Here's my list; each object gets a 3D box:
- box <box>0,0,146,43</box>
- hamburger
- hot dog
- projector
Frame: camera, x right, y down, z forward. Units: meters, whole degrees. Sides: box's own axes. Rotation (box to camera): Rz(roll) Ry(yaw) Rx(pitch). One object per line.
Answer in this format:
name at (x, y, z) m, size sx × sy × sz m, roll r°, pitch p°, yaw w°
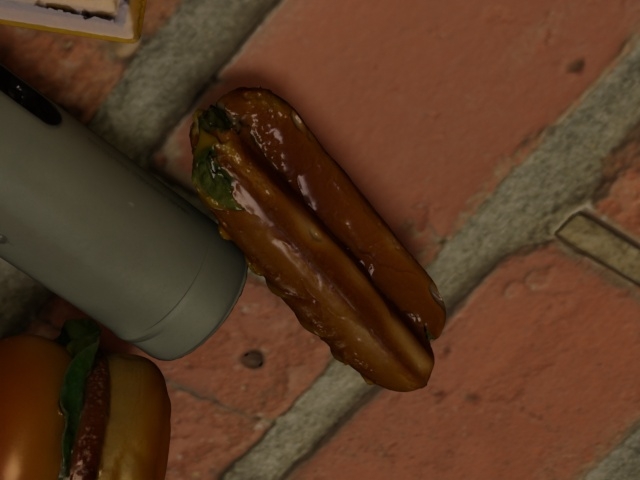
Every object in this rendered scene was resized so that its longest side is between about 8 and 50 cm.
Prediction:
box at (-0.233, -0.225, 0.871) m, size 0.301 × 0.084 × 0.193 m, roll 7°, pitch 107°, yaw -17°
hamburger at (-0.212, 0.172, 1.135) m, size 0.170 × 0.246 × 0.246 m, roll 13°, pitch 125°, yaw -18°
hot dog at (0.000, 0.000, 1.125) m, size 0.072 × 0.115 × 0.269 m, roll -11°, pitch 130°, yaw 41°
projector at (-0.198, -0.043, 1.048) m, size 0.108 × 0.108 × 0.337 m, roll -39°, pitch 126°, yaw 19°
